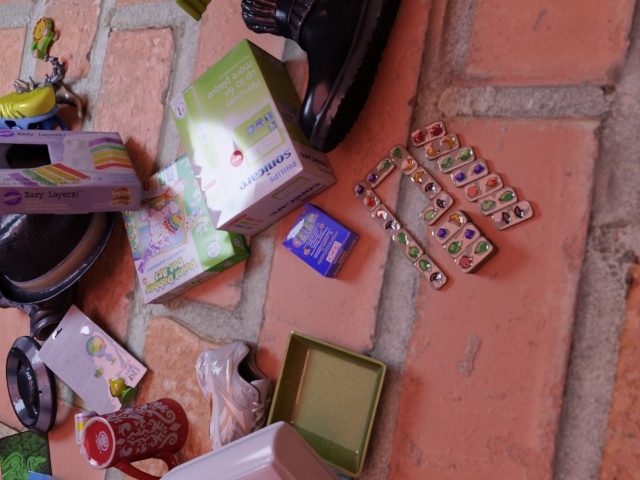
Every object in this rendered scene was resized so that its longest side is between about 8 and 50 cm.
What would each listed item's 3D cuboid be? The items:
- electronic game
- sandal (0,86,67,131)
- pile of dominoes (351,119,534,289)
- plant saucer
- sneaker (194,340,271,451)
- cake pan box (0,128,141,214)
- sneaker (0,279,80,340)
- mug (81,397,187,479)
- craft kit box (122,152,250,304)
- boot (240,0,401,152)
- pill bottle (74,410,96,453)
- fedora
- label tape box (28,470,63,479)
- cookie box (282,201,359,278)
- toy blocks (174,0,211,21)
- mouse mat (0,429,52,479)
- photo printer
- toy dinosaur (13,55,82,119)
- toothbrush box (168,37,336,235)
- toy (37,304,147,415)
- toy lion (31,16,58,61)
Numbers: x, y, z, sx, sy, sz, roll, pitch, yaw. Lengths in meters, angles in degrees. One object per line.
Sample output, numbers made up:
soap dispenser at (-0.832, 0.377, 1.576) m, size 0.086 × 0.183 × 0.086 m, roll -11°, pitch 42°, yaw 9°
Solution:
electronic game at (-0.662, 0.332, 1.320) m, size 0.229 × 0.048 × 0.229 m, roll 7°, pitch 101°, yaw 41°
sandal at (-0.731, -0.289, 1.416) m, size 0.317 × 0.138 × 0.126 m, roll 11°, pitch 46°, yaw 40°
pile of dominoes at (0.179, -0.064, 0.905) m, size 0.196 × 0.040 × 0.251 m, roll -46°, pitch 65°, yaw 18°
plant saucer at (0.015, 0.265, 0.958) m, size 0.188 × 0.045 × 0.188 m, roll 14°, pitch 91°, yaw 30°
sneaker at (-0.131, 0.301, 1.012) m, size 0.121 × 0.099 × 0.262 m, roll -26°, pitch 74°, yaw 18°
cake pan box at (-0.520, -0.143, 1.157) m, size 0.245 × 0.267 × 0.070 m, roll 53°, pitch 137°, yaw 47°
sneaker at (-0.665, 0.160, 1.329) m, size 0.269 × 0.101 × 0.153 m, roll -15°, pitch 74°, yaw 25°
mug at (-0.337, 0.372, 1.076) m, size 0.150 × 0.169 × 0.113 m, roll 31°, pitch 99°, yaw 30°
craft kit box at (-0.282, -0.029, 1.161) m, size 0.250 × 0.061 × 0.246 m, roll -28°, pitch 74°, yaw 25°
boot at (-0.030, -0.339, 0.981) m, size 0.260 × 0.131 × 0.348 m, roll 19°, pitch 84°, yaw 14°
pill bottle at (-0.505, 0.413, 1.242) m, size 0.043 × 0.043 × 0.083 m, roll -13°, pitch 78°, yaw 28°
fedora at (-0.606, -0.033, 1.234) m, size 0.334 × 0.152 × 0.334 m, roll -11°, pitch 58°, yaw 19°
label tape box at (-0.550, 0.652, 1.199) m, size 0.348 × 0.115 × 0.249 m, roll 2°, pitch 86°, yaw 28°
cookie box at (0.000, 0.000, 1.000) m, size 0.107 × 0.040 × 0.091 m, roll 37°, pitch 102°, yaw 28°
toy blocks at (-0.160, -0.578, 0.977) m, size 0.261 × 0.191 × 0.381 m, roll -35°, pitch 42°, yaw 24°
mouse mat at (-0.701, 0.531, 1.363) m, size 0.190 × 0.007 × 0.152 m, roll -22°, pitch 74°, yaw 27°
photo printer at (-0.111, 0.441, 0.914) m, size 0.308 × 0.107 × 0.256 m, roll -30°, pitch 108°, yaw 24°
toy dinosaur at (-0.655, -0.386, 1.415) m, size 0.268 × 0.064 × 0.118 m, roll 23°, pitch 110°, yaw 30°
toothbrush box at (-0.129, -0.181, 1.051) m, size 0.206 × 0.122 × 0.283 m, roll -31°, pitch 71°, yaw 24°
toy at (-0.482, 0.262, 1.236) m, size 0.237 × 0.056 × 0.137 m, roll 34°, pitch 87°, yaw 22°
toy lion at (-0.722, -0.525, 1.489) m, size 0.096 × 0.034 × 0.100 m, roll 41°, pitch 105°, yaw 34°
